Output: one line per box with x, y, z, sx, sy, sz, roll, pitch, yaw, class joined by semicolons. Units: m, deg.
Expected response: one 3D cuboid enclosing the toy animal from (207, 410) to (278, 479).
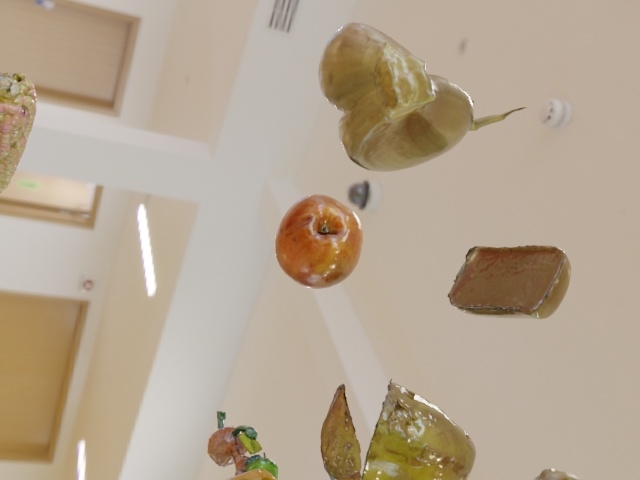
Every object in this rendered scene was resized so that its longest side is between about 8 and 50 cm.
-0.138;0.361;1.415;0.208;0.100;0.103;-149;-108;-68;toy animal

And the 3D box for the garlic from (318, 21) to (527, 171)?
0.138;-0.252;1.377;0.246;0.340;0.231;-34;-110;38;garlic

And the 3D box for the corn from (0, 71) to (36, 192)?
-0.648;-0.206;1.635;0.335;0.127;0.126;126;-35;-51;corn

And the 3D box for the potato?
0.234;0.483;1.854;0.289;0.237;0.300;-52;156;-66;potato

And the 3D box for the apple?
0.000;0.000;1.808;0.164;0.210;0.209;107;-18;-58;apple

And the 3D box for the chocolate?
0.365;0.091;1.536;0.261;0.083;0.161;3;-126;57;chocolate

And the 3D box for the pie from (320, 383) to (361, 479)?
0.034;0.344;1.355;0.033;0.088;0.191;5;-67;42;pie

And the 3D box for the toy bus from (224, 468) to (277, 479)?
-0.131;0.401;1.104;0.126;0.210;0.136;46;-38;43;toy bus

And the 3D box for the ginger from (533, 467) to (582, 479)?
0.493;0.541;1.695;0.263;0.116;0.109;87;23;-65;ginger
